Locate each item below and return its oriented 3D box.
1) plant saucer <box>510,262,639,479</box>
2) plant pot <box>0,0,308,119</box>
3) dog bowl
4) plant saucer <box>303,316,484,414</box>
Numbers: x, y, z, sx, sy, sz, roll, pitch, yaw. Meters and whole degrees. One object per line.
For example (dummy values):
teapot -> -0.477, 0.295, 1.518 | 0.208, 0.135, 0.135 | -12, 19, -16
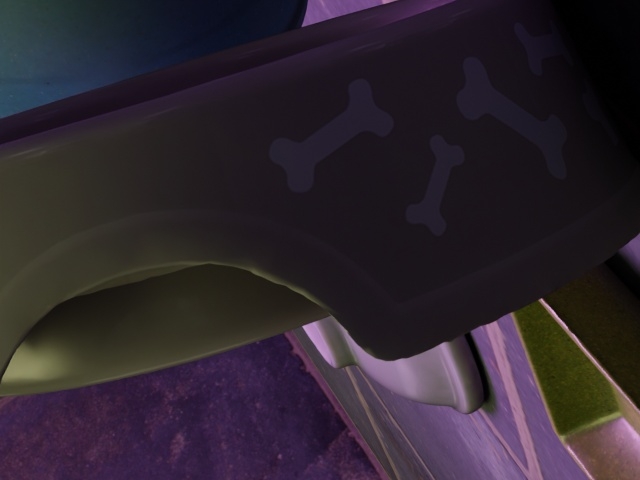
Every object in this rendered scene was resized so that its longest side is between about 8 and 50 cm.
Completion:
plant saucer -> 0.164, 0.095, 0.812 | 0.188, 0.045, 0.188 | 53, 172, 44
plant pot -> -0.147, -0.227, 0.861 | 0.272, 0.271, 0.255 | 54, 157, 40
dog bowl -> -0.048, -0.018, 0.665 | 0.349, 0.348, 0.102 | -151, 43, -79
plant saucer -> 0.000, 0.000, 1.473 | 0.400, 0.100, 0.400 | 58, 174, 10
